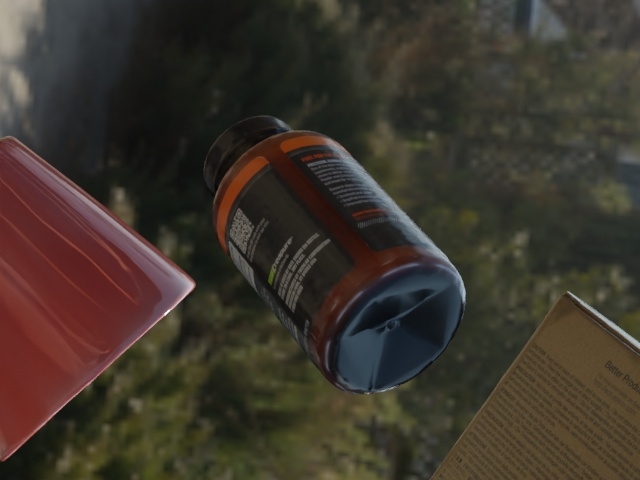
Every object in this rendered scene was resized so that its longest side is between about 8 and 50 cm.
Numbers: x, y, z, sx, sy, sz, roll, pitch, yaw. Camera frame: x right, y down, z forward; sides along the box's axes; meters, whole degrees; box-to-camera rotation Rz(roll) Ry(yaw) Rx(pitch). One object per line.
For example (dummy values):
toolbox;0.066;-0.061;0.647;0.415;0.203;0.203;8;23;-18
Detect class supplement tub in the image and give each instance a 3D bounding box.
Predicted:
supplement tub;0.000;0.000;1.175;0.198;0.106;0.106;50;-29;42

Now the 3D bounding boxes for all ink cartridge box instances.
ink cartridge box;0.199;0.173;1.324;0.193;0.088;0.234;-54;-150;4

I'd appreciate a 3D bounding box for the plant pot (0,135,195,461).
plant pot;-0.302;0.046;1.880;0.275;0.243;0.275;-42;-178;2
